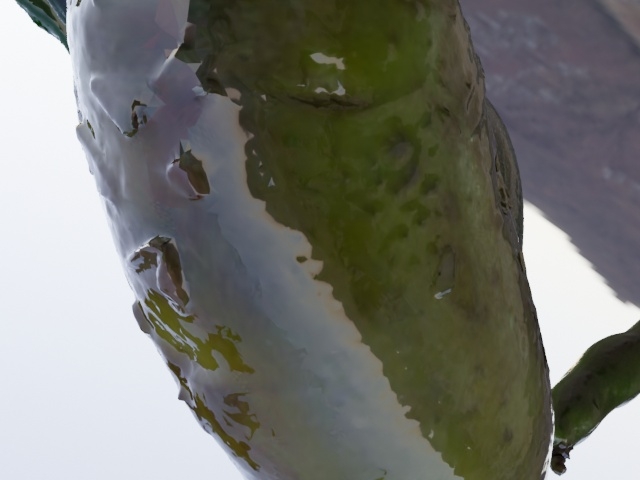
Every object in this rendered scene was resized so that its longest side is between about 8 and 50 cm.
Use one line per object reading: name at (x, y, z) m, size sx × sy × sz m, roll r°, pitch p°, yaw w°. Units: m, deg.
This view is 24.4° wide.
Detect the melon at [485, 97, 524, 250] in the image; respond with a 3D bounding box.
melon at (0.028, 0.000, 0.852) m, size 0.182 × 0.182 × 0.288 m, roll 31°, pitch -129°, yaw -20°

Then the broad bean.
broad bean at (0.236, 0.101, 1.146) m, size 0.065 × 0.046 × 0.254 m, roll 32°, pitch -135°, yaw 33°

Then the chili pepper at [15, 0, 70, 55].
chili pepper at (-0.123, -0.109, 0.602) m, size 0.182 × 0.073 × 0.050 m, roll 36°, pitch -133°, yaw 1°

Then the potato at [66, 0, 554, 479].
potato at (0.000, 0.000, 0.526) m, size 0.176 × 0.141 × 0.298 m, roll -57°, pitch -44°, yaw -61°
